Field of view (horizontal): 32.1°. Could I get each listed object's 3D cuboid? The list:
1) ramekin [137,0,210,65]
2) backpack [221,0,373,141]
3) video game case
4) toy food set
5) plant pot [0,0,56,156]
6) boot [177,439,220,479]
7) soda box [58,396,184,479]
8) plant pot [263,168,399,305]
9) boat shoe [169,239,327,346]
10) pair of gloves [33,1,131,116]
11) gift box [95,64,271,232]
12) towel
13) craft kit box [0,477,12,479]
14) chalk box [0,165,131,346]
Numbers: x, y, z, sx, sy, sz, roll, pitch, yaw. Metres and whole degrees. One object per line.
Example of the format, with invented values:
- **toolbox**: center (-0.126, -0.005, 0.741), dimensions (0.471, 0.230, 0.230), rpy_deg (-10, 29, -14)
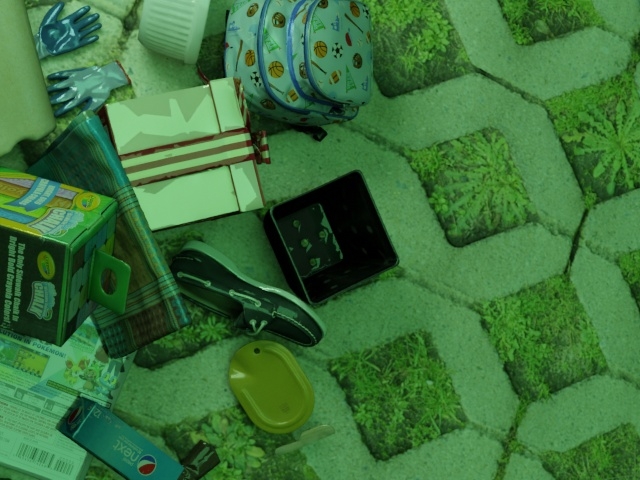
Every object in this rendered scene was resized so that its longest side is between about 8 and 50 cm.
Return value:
- **ramekin**: center (-0.249, -0.416, 1.930), dimensions (0.109, 0.207, 0.207), rpy_deg (12, 82, -9)
- **backpack**: center (-0.040, -0.327, 1.967), dimensions (0.263, 0.213, 0.276), rpy_deg (-2, 86, -42)
- **video game case**: center (-0.502, 0.227, 1.870), dimensions (0.329, 0.036, 0.300), rpy_deg (25, 78, -16)
- **toy food set**: center (-0.077, 0.275, 2.015), dimensions (0.128, 0.071, 0.218), rpy_deg (-30, 95, 4)
- **plant pot**: center (-0.576, -0.278, 1.756), dimensions (0.334, 0.334, 0.305), rpy_deg (-25, 106, -20)
- **boot**: center (-0.210, 0.423, 1.966), dimensions (0.114, 0.037, 0.106), rpy_deg (-44, 103, -23)
- **soda box**: center (-0.335, 0.352, 1.876), dimensions (0.210, 0.067, 0.071), rpy_deg (44, 68, -27)
- **plant pot**: center (0.000, 0.000, 2.005), dimensions (0.187, 0.167, 0.188), rpy_deg (-25, 94, -20)
- **boat shoe**: center (-0.134, 0.117, 1.963), dimensions (0.302, 0.114, 0.091), rpy_deg (29, 56, 0)
- **pair of gloves**: center (-0.433, -0.316, 1.945), dimensions (0.159, 0.023, 0.198), rpy_deg (-30, 97, -22)
- **gift box**: center (-0.234, -0.155, 1.884), dimensions (0.258, 0.255, 0.276), rpy_deg (-13, 97, -19)
- **towel**: center (-0.351, -0.001, 1.801), dimensions (0.040, 0.271, 0.370), rpy_deg (-23, 87, -38)
- **craft kit box**: center (-0.634, 0.504, 1.789), dimensions (0.250, 0.061, 0.246), rpy_deg (7, 86, -20)
- **chalk box**: center (-0.415, 0.026, 1.670), dimensions (0.289, 0.179, 0.180), rpy_deg (17, 118, 6)
